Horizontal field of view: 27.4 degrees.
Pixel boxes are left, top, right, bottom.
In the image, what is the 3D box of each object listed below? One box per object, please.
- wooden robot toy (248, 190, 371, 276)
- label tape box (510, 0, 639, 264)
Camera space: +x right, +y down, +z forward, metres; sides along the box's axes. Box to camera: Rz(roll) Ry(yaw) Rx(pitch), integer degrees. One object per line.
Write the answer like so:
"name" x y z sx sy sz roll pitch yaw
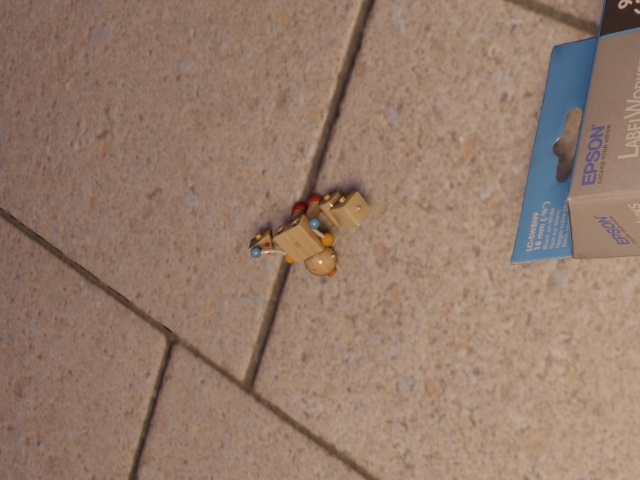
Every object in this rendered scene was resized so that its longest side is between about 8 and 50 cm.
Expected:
"wooden robot toy" 0.000 0.000 1.437 0.173 0.076 0.079 -25 112 39
"label tape box" 0.292 -0.115 1.075 0.333 0.106 0.241 -6 60 40
